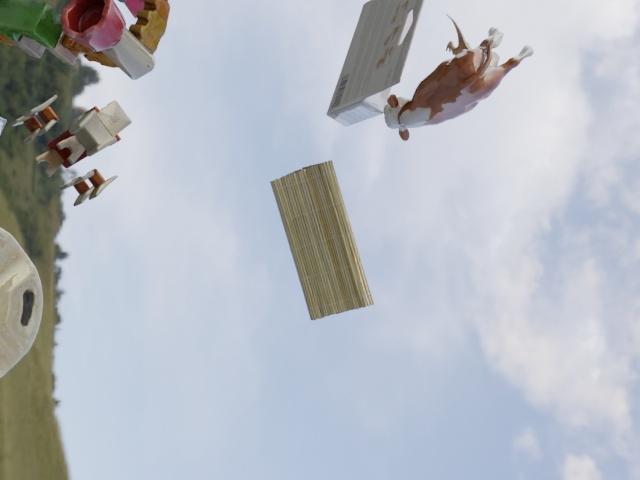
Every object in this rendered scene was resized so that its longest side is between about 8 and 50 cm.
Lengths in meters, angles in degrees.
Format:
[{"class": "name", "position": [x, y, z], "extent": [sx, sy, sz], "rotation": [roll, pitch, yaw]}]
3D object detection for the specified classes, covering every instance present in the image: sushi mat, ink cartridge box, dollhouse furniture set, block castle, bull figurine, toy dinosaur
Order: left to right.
[{"class": "block castle", "position": [-0.438, -0.459, 1.290], "extent": [0.453, 0.213, 0.303], "rotation": [17, -102, 26]}, {"class": "dollhouse furniture set", "position": [-0.606, -0.251, 2.038], "extent": [0.259, 0.135, 0.262], "rotation": [-17, -65, 42]}, {"class": "sushi mat", "position": [0.000, 0.000, 1.673], "extent": [0.151, 0.019, 0.317], "rotation": [-19, -95, 28]}, {"class": "ink cartridge box", "position": [0.145, -0.404, 1.689], "extent": [0.261, 0.066, 0.296], "rotation": [-10, -122, 57]}, {"class": "bull figurine", "position": [0.238, -0.281, 1.458], "extent": [0.101, 0.188, 0.310], "rotation": [52, -21, -12]}, {"class": "toy dinosaur", "position": [0.293, -0.386, 1.645], "extent": [0.092, 0.053, 0.183], "rotation": [-104, 175, -68]}]

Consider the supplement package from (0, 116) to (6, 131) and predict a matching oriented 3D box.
[{"class": "supplement package", "position": [-0.701, -0.206, 1.535], "extent": [0.134, 0.139, 0.244], "rotation": [-65, -163, -2]}]

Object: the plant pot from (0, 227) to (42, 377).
[{"class": "plant pot", "position": [-0.557, 0.087, 1.096], "extent": [0.305, 0.333, 0.334], "rotation": [-5, -97, 40]}]

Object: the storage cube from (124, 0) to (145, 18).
[{"class": "storage cube", "position": [-0.355, -0.590, 1.561], "extent": [0.215, 0.193, 0.184], "rotation": [53, -4, 23]}]
